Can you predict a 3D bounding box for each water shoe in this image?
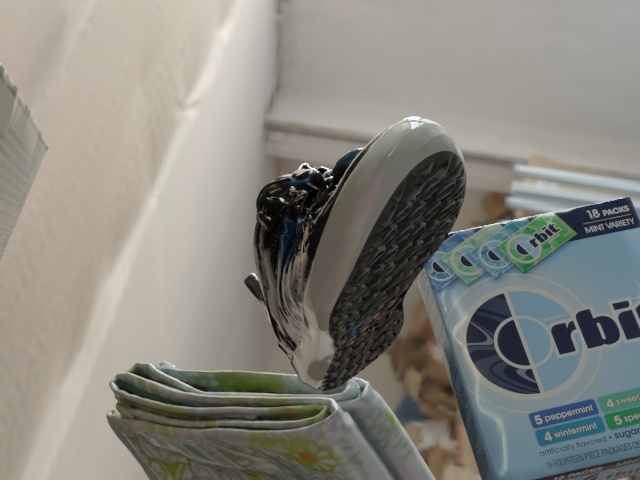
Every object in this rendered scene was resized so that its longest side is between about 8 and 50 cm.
[{"bbox_3d":[0.000,0.000,0.565,0.073,0.080,0.203,-34,-18,-25],"label":"water shoe"}]

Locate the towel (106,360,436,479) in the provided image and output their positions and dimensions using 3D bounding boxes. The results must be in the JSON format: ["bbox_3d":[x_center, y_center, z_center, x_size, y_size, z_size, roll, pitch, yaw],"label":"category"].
[{"bbox_3d":[-0.011,0.269,1.253,0.090,0.320,0.374,-52,-55,-33],"label":"towel"}]

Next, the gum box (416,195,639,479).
[{"bbox_3d":[0.160,0.069,0.866,0.041,0.157,0.184,92,164,-59],"label":"gum box"}]

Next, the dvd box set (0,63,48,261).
[{"bbox_3d":[-0.217,0.132,0.510,0.307,0.062,0.420,-179,111,-81],"label":"dvd box set"}]
